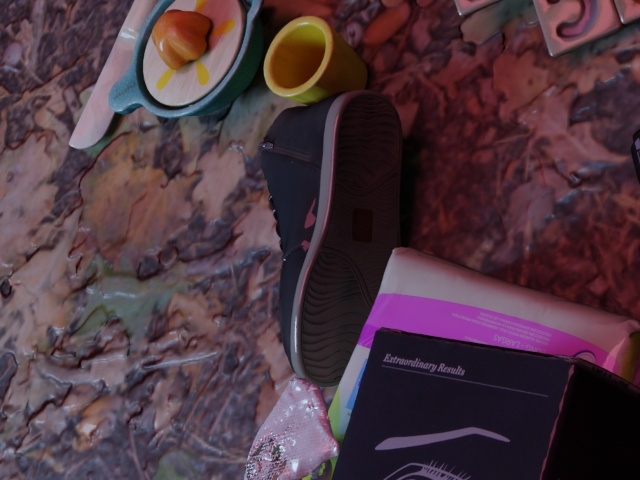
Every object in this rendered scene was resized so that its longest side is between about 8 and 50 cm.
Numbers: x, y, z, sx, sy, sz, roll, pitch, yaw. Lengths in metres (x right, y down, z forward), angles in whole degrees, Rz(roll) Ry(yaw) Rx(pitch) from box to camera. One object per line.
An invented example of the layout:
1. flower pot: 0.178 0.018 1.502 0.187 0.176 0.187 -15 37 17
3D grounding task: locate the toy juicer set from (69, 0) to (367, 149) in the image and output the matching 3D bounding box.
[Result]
1. toy juicer set: -0.097 -0.197 1.491 0.329 0.089 0.209 -5 68 39

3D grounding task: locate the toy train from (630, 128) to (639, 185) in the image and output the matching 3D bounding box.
1. toy train: 0.232 -0.009 1.169 0.036 0.027 0.158 -29 54 32

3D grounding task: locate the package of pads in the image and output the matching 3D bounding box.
1. package of pads: 0.098 0.172 1.151 0.229 0.101 0.296 18 84 45

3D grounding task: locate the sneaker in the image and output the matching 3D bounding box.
1. sneaker: 0.000 0.000 1.342 0.118 0.083 0.222 -3 75 60

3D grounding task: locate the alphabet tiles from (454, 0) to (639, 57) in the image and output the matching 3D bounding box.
1. alphabet tiles: 0.193 -0.320 1.273 0.285 0.011 0.342 -22 76 25

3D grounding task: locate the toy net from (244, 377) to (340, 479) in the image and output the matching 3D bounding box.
1. toy net: -0.030 0.207 1.151 0.122 0.045 0.232 -11 63 42

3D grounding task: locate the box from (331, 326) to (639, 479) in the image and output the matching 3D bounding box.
1. box: 0.089 0.167 1.010 0.153 0.108 0.207 8 75 45
